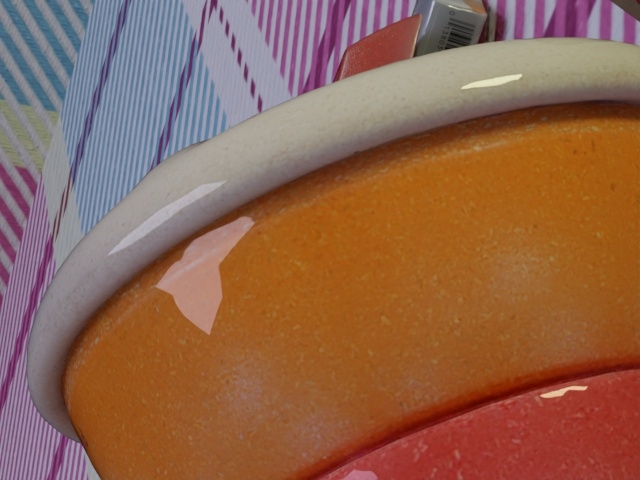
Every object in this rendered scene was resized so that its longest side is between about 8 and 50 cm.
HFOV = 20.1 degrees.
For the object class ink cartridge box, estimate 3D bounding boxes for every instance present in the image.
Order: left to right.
[{"bbox_3d":[0.078,-0.121,1.336,0.179,0.045,0.145,-76,4,-72],"label":"ink cartridge box"}]

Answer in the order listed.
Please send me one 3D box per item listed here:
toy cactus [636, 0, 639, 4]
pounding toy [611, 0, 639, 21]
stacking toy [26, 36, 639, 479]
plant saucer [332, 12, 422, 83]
[{"bbox_3d":[0.238,-0.113,0.771,0.219,0.112,0.180,-37,64,37],"label":"toy cactus"},{"bbox_3d":[0.220,-0.232,0.904,0.206,0.094,0.181,-35,41,34],"label":"pounding toy"},{"bbox_3d":[0.096,0.188,0.765,0.350,0.351,0.480,-52,52,52],"label":"stacking toy"},{"bbox_3d":[0.000,0.000,1.271,0.259,0.048,0.258,111,174,-67],"label":"plant saucer"}]
